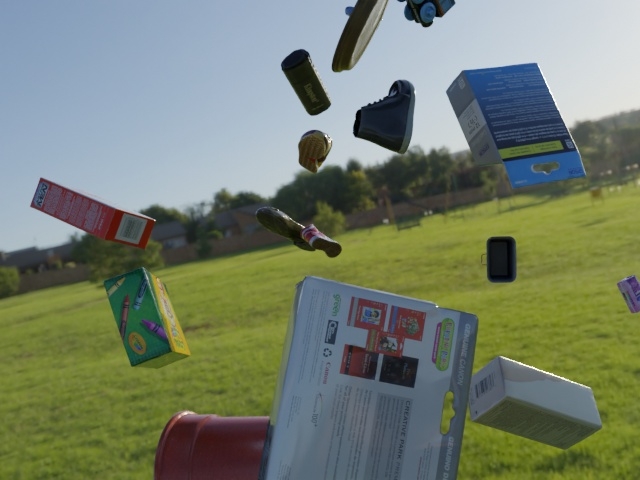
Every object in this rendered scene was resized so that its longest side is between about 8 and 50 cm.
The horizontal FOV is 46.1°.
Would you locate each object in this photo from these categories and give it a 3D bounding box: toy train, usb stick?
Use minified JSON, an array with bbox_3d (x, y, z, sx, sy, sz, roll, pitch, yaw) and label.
[{"bbox_3d":[0.211,-0.545,1.593,0.105,0.184,0.080,-47,39,-14],"label":"toy train"},{"bbox_3d":[-0.032,-0.394,1.901,0.077,0.045,0.278,-35,-20,2],"label":"usb stick"}]

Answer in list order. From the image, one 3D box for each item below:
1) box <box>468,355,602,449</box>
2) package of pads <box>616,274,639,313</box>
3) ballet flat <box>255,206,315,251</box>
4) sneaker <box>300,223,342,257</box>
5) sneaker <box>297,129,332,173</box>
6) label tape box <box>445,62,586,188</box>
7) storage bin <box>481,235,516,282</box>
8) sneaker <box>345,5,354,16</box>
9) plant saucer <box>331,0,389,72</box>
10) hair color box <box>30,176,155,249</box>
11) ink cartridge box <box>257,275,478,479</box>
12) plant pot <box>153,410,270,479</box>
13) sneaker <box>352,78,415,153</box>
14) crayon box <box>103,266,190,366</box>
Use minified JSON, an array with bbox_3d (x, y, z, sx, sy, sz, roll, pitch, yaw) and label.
[{"bbox_3d":[0.541,0.417,1.912,0.311,0.121,0.148,22,-47,-21],"label":"box"},{"bbox_3d":[0.756,0.129,1.815,0.050,0.083,0.032,-24,-5,-31],"label":"package of pads"},{"bbox_3d":[-0.086,-0.040,2.060,0.084,0.058,0.250,0,-23,40],"label":"ballet flat"},{"bbox_3d":[0.000,0.000,1.766,0.042,0.067,0.118,-53,-37,7],"label":"sneaker"},{"bbox_3d":[-0.008,-0.228,1.751,0.084,0.069,0.185,-60,0,-18],"label":"sneaker"},{"bbox_3d":[0.509,-0.284,1.962,0.249,0.348,0.115,-11,-18,-23],"label":"label tape box"},{"bbox_3d":[0.525,0.056,2.224,0.098,0.135,0.091,-1,-1,8],"label":"storage bin"},{"bbox_3d":[0.110,-0.609,2.078,0.053,0.059,0.144,3,25,-37],"label":"sneaker"},{"bbox_3d":[0.108,-0.531,1.835,0.041,0.278,0.278,28,5,4],"label":"plant saucer"},{"bbox_3d":[-0.346,-0.041,1.140,0.167,0.053,0.093,22,1,29],"label":"hair color box"},{"bbox_3d":[0.071,0.235,1.121,0.271,0.310,0.130,13,-11,-7],"label":"ink cartridge box"},{"bbox_3d":[-0.139,0.455,1.464,0.265,0.273,0.272,-11,2,16],"label":"plant pot"},{"bbox_3d":[0.135,-0.285,1.608,0.118,0.222,0.083,15,-46,-10],"label":"sneaker"},{"bbox_3d":[-0.335,0.160,1.478,0.081,0.165,0.278,-20,-9,-6],"label":"crayon box"}]
